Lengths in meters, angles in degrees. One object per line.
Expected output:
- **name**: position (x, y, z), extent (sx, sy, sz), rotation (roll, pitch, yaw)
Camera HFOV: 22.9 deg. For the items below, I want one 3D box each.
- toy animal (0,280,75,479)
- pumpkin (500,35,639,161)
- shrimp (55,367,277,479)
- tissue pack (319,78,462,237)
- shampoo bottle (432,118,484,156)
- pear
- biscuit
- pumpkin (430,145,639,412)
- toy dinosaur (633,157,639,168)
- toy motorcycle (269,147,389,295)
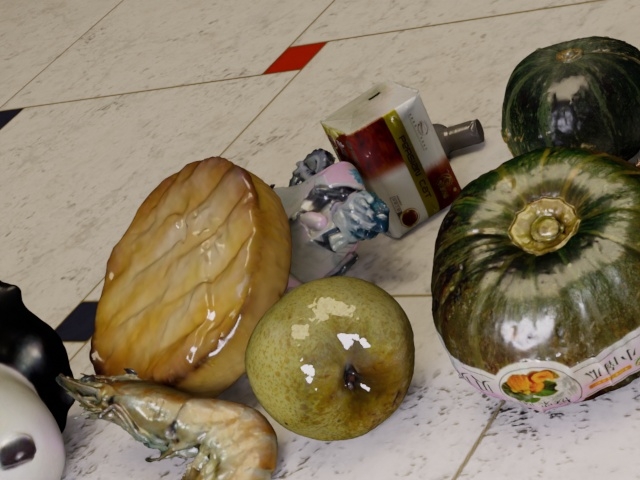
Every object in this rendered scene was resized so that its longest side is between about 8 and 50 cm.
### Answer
- **toy animal**: position (-0.375, 0.200, 1.714), extent (0.213, 0.212, 0.266), rotation (-18, 31, 17)
- **pumpkin**: position (0.291, -0.149, 1.774), extent (0.190, 0.146, 0.190), rotation (-14, 14, 4)
- **shrimp**: position (-0.180, 0.216, 1.609), extent (0.296, 0.058, 0.169), rotation (13, 53, 32)
- **tissue pack**: position (0.085, -0.097, 1.870), extent (0.106, 0.148, 0.099), rotation (-34, 27, -13)
- **shampoo bottle**: position (0.125, -0.116, 1.992), extent (0.165, 0.040, 0.080), rotation (-15, 27, 21)
- **pear**: position (0.011, 0.117, 1.540), extent (0.167, 0.167, 0.136), rotation (-30, 33, -6)
- **biscuit**: position (-0.139, 0.053, 1.765), extent (0.296, 0.102, 0.296), rotation (-29, 49, 39)
- **pumpkin**: position (0.229, 0.036, 1.479), extent (0.260, 0.189, 0.260), rotation (-14, 52, 18)
- **toy dinosaur**: position (0.358, -0.074, 1.691), extent (0.154, 0.049, 0.055), rotation (-9, 33, 22)
- **toy motorcycle**: position (-0.005, -0.003, 1.792), extent (0.204, 0.108, 0.239), rotation (-4, 74, 52)
